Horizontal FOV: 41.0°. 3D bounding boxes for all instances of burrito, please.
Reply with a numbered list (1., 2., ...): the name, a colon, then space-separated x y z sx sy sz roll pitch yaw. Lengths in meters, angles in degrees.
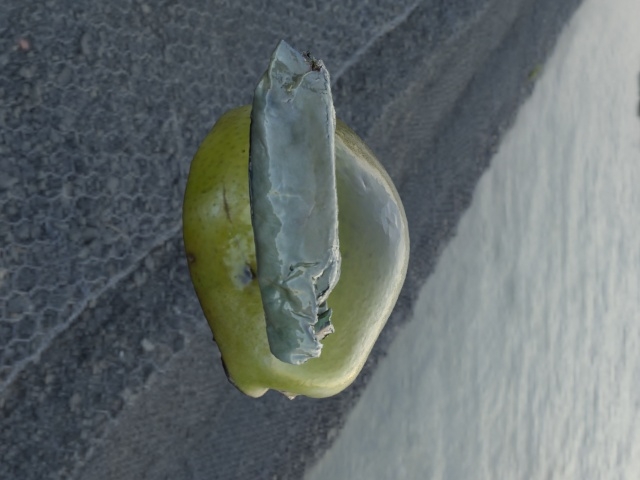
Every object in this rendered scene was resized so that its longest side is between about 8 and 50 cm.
1. burrito: -0.013 -0.021 0.499 0.058 0.045 0.188 -26 116 -58

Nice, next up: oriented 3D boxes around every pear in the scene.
1. pear: 0.000 0.000 1.078 0.340 0.191 0.386 13 67 -58
